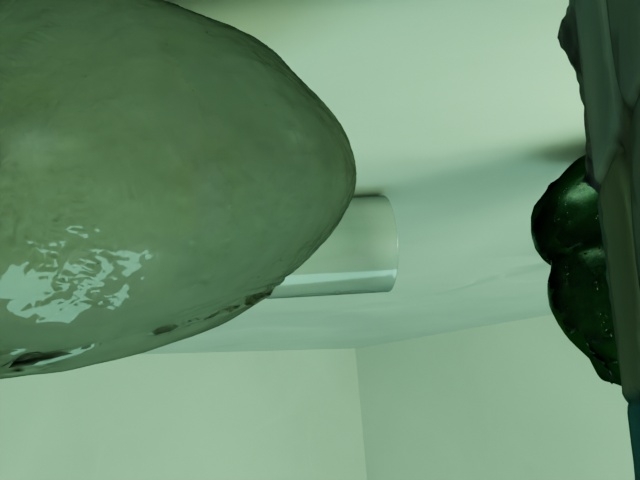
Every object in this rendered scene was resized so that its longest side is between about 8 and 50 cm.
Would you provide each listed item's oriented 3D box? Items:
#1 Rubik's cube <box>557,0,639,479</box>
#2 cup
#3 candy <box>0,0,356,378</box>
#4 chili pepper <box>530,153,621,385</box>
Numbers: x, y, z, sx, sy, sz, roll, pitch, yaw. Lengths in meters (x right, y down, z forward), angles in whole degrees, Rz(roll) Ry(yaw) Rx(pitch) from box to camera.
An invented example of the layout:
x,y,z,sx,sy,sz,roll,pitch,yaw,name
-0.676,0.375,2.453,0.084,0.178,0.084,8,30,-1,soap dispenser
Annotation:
x,y,z,sx,sy,sz,roll,pitch,yaw,name
0.286,-0.017,0.400,0.344,0.347,0.346,-7,171,8,Rubik's cube
0.001,0.010,1.134,0.133,0.099,0.136,-4,169,-12,cup
-0.120,-0.037,0.560,0.295,0.185,0.295,-12,-175,1,candy
0.336,0.008,0.975,0.257,0.233,0.248,-23,178,36,chili pepper
